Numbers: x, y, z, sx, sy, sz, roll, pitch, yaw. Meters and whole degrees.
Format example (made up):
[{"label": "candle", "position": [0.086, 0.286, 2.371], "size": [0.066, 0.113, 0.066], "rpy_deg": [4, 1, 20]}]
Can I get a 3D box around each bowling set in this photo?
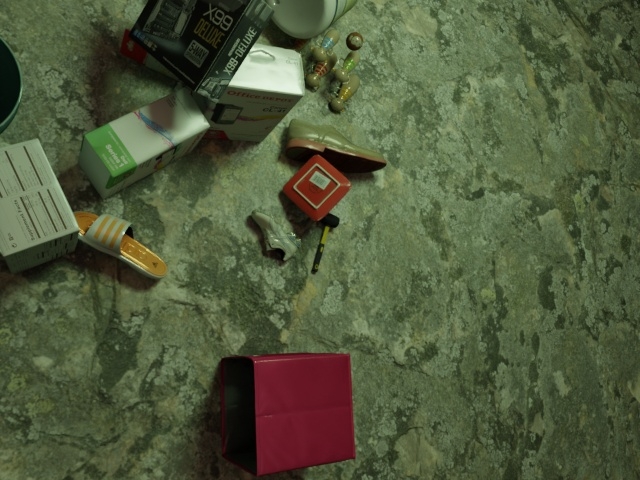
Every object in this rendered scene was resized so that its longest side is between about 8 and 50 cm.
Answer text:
[{"label": "bowling set", "position": [0.032, -0.571, 1.580], "size": [0.287, 0.200, 0.154], "rpy_deg": [37, 66, -12]}]

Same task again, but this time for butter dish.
[{"label": "butter dish", "position": [-0.004, -0.145, 1.512], "size": [0.160, 0.118, 0.160], "rpy_deg": [43, 86, 17]}]

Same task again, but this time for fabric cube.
[{"label": "fabric cube", "position": [-0.089, 0.414, 1.261], "size": [0.258, 0.254, 0.259], "rpy_deg": [3, 78, -28]}]

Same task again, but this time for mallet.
[{"label": "mallet", "position": [0.000, 0.000, 1.527], "size": [0.062, 0.039, 0.190], "rpy_deg": [30, 70, -21]}]

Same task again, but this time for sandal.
[{"label": "sandal", "position": [-0.475, -0.006, 1.227], "size": [0.265, 0.076, 0.102], "rpy_deg": [35, 27, -24]}]

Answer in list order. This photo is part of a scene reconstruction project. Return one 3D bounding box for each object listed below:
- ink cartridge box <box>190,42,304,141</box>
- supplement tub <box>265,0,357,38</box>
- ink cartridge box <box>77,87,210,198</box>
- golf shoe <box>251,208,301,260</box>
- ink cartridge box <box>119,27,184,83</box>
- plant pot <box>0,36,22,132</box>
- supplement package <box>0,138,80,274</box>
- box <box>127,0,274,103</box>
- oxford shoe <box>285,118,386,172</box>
[{"label": "ink cartridge box", "position": [-0.208, -0.383, 1.338], "size": [0.225, 0.306, 0.131], "rpy_deg": [-2, 79, -28]}, {"label": "supplement tub", "position": [-0.005, -0.796, 1.559], "size": [0.235, 0.235, 0.325], "rpy_deg": [46, 48, -12]}, {"label": "ink cartridge box", "position": [-0.437, -0.239, 1.243], "size": [0.278, 0.201, 0.117], "rpy_deg": [-38, 99, -30]}, {"label": "golf shoe", "position": [-0.139, -0.014, 1.437], "size": [0.176, 0.069, 0.086], "rpy_deg": [41, 69, -14]}, {"label": "ink cartridge box", "position": [-0.408, -0.512, 1.357], "size": [0.230, 0.134, 0.078], "rpy_deg": [21, 71, -24]}, {"label": "plant pot", "position": [-0.796, -0.311, 1.068], "size": [0.290, 0.195, 0.291], "rpy_deg": [6, 77, -27]}, {"label": "supplement package", "position": [-0.631, -0.062, 1.065], "size": [0.145, 0.261, 0.204], "rpy_deg": [-26, 92, -31]}, {"label": "box", "position": [-0.282, -0.496, 1.153], "size": [0.307, 0.243, 0.076], "rpy_deg": [43, 13, 28]}, {"label": "oxford shoe", "position": [0.058, -0.301, 1.575], "size": [0.347, 0.123, 0.130], "rpy_deg": [10, 69, -27]}]
